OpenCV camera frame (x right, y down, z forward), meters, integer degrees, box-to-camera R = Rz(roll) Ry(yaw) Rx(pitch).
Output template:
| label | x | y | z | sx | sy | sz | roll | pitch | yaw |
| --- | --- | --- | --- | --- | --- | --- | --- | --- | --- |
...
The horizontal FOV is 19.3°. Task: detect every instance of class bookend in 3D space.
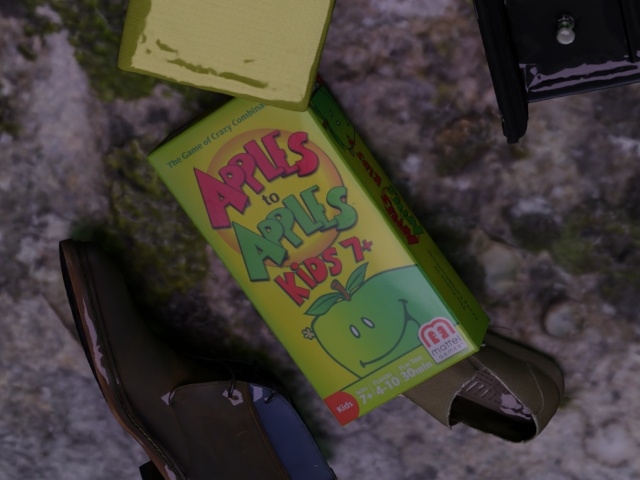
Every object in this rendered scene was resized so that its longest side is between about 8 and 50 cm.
| label | x | y | z | sx | sy | sz | roll | pitch | yaw |
| --- | --- | --- | --- | --- | --- | --- | --- | --- | --- |
| bookend | 0.148 | -0.143 | 0.901 | 0.156 | 0.072 | 0.157 | -9 | 121 | 11 |

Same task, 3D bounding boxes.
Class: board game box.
| label | x | y | z | sx | sy | sz | roll | pitch | yaw |
| --- | --- | --- | --- | --- | --- | --- | --- | --- | --- |
| board game box | 0.000 | 0.000 | 1.000 | 0.092 | 0.043 | 0.181 | -32 | 100 | 23 |

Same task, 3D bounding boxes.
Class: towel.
| label | x | y | z | sx | sy | sz | roll | pitch | yaw |
| --- | --- | --- | --- | --- | --- | --- | --- | --- | --- |
| towel | -0.028 | -0.183 | 0.901 | 0.102 | 0.021 | 0.237 | 15 | 112 | 2 |

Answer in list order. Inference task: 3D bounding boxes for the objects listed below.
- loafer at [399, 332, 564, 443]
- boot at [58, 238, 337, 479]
| label | x | y | z | sx | sy | sz | roll | pitch | yaw |
| --- | --- | --- | --- | --- | --- | --- | --- | --- | --- |
| loafer | 0.069 | 0.072 | 1.059 | 0.148 | 0.050 | 0.056 | 17 | 122 | -5 |
| boot | -0.071 | 0.079 | 1.080 | 0.106 | 0.082 | 0.219 | -23 | 115 | -6 |
